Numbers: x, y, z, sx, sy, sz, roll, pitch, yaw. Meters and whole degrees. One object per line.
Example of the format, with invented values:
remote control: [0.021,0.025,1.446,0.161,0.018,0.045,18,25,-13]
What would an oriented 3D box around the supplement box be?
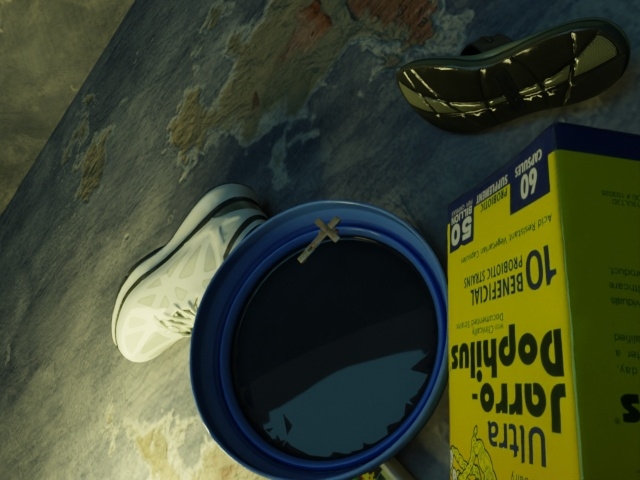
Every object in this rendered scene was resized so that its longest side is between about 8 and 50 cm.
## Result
supplement box: [0.234,0.114,0.431,0.194,0.196,0.356,124,151,-71]

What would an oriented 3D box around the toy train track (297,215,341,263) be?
toy train track: [0.000,0.000,0.732,0.083,0.014,0.048,-48,60,5]

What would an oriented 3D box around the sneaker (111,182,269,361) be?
sneaker: [-0.237,0.126,0.964,0.447,0.169,0.257,-50,45,17]

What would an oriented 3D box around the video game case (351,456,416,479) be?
video game case: [0.055,0.441,0.661,0.329,0.036,0.299,39,104,46]

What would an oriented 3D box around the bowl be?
bowl: [-0.004,0.129,0.722,0.392,0.077,0.390,-12,60,22]

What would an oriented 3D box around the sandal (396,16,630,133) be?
sandal: [0.238,-0.218,0.675,0.303,0.120,0.086,2,49,43]
